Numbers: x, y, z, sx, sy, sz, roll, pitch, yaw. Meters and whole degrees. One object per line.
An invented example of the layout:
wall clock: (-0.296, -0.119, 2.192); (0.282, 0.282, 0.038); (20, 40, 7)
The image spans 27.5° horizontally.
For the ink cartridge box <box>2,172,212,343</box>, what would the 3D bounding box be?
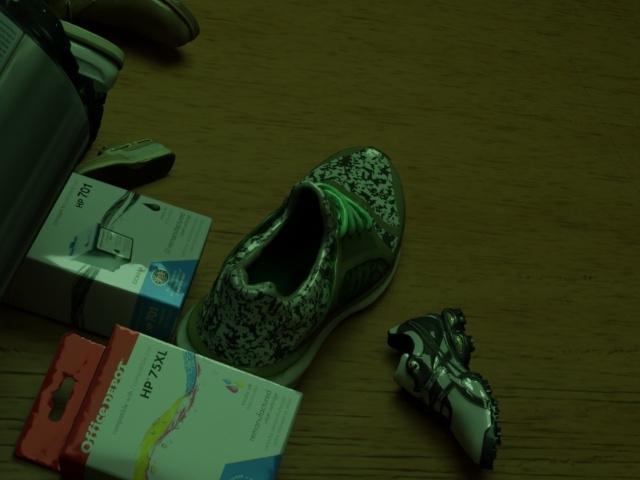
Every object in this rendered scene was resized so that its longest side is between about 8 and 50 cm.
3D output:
ink cartridge box: (-0.223, 0.017, 1.331); (0.191, 0.082, 0.139); (19, 44, -5)

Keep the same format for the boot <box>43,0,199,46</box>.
boot: (-0.301, -0.291, 1.610); (0.305, 0.112, 0.115); (23, 67, 3)

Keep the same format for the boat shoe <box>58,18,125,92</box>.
boat shoe: (-0.356, -0.186, 1.337); (0.302, 0.113, 0.103); (12, 77, -1)

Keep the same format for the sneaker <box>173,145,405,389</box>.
sneaker: (0.000, 0.000, 1.362); (0.158, 0.182, 0.410); (28, 44, 7)

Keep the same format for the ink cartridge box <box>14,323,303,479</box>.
ink cartridge box: (-0.148, 0.168, 1.186); (0.231, 0.078, 0.134); (20, 66, -2)

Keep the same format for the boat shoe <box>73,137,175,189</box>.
boat shoe: (-0.226, -0.084, 1.455); (0.135, 0.050, 0.045); (-16, 51, -45)

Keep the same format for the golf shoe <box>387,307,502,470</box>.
golf shoe: (0.125, 0.158, 1.346); (0.094, 0.077, 0.198); (-6, 42, -12)

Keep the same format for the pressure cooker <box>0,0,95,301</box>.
pressure cooker: (-0.426, -0.034, 1.059); (0.370, 0.375, 0.420); (19, 66, 9)

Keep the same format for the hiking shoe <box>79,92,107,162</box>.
hiking shoe: (-0.348, -0.107, 1.379); (0.132, 0.113, 0.304); (34, 45, 11)
